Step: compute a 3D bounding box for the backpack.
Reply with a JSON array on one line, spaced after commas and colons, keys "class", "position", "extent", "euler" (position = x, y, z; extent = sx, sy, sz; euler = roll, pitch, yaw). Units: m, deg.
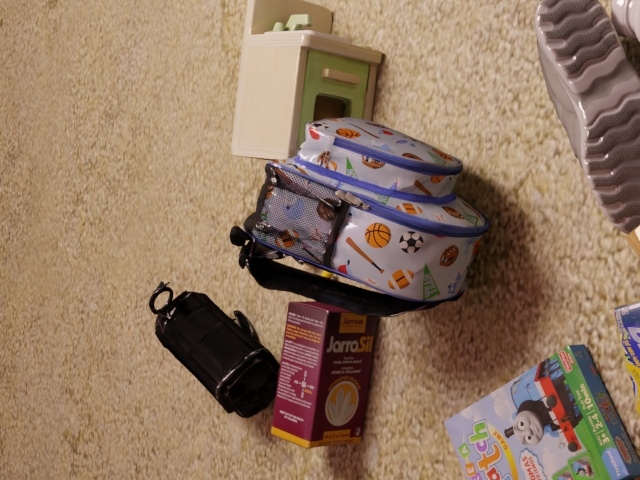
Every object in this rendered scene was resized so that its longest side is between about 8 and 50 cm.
[{"class": "backpack", "position": [0.073, -0.031, 1.367], "extent": [0.263, 0.276, 0.213], "euler": [29, 113, 15]}]

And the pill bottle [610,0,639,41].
[{"class": "pill bottle", "position": [0.386, -0.236, 1.165], "extent": [0.152, 0.086, 0.086], "euler": [22, 103, 46]}]

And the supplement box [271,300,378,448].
[{"class": "supplement box", "position": [0.007, 0.180, 1.520], "extent": [0.081, 0.104, 0.188], "euler": [12, 96, 46]}]

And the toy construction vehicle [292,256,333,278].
[{"class": "toy construction vehicle", "position": [0.000, 0.000, 1.598], "extent": [0.098, 0.035, 0.085], "euler": [41, 105, 37]}]

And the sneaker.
[{"class": "sneaker", "position": [0.319, -0.141, 1.237], "extent": [0.105, 0.115, 0.281], "euler": [-18, 85, 4]}]

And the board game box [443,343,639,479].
[{"class": "board game box", "position": [0.254, 0.240, 1.303], "extent": [0.211, 0.039, 0.160], "euler": [-41, 60, 38]}]

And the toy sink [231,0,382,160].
[{"class": "toy sink", "position": [-0.014, -0.221, 1.539], "extent": [0.131, 0.153, 0.234], "euler": [9, 93, 46]}]

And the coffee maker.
[{"class": "coffee maker", "position": [-0.161, 0.165, 1.651], "extent": [0.178, 0.171, 0.120], "euler": [36, 96, 40]}]

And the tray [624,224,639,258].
[{"class": "tray", "position": [0.448, 0.149, 0.982], "extent": [0.076, 0.203, 0.410], "euler": [-43, 57, 21]}]

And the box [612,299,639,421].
[{"class": "box", "position": [0.365, 0.146, 1.178], "extent": [0.054, 0.059, 0.168], "euler": [-23, 71, 41]}]
